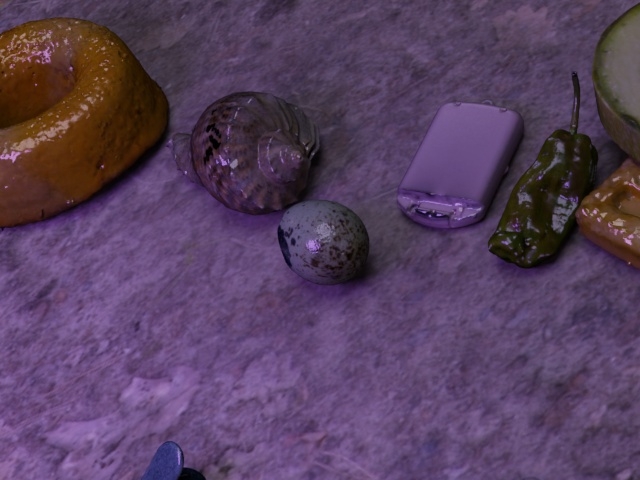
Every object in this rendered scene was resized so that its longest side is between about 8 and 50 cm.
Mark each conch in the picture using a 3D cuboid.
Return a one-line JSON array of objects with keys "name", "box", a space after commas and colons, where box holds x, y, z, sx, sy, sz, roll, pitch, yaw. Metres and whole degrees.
[{"name": "conch", "box": [-0.080, -0.097, 1.876, 0.155, 0.130, 0.207, -13, 11, -39]}]

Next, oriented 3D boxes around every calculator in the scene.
[{"name": "calculator", "box": [0.147, -0.084, 1.811, 0.100, 0.032, 0.175, 11, 54, 26]}]

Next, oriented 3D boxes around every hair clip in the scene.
[{"name": "hair clip", "box": [-0.203, 0.283, 1.599, 0.229, 0.070, 0.039, -43, 53, -10]}]

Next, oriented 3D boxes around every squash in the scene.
[{"name": "squash", "box": [0.398, -0.164, 1.711, 0.252, 0.049, 0.252, -9, 46, 10]}]

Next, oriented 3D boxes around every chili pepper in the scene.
[{"name": "chili pepper", "box": [0.237, -0.059, 1.734, 0.072, 0.073, 0.204, 26, 72, 15]}]

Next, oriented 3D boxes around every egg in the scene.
[{"name": "egg", "box": [0.000, 0.000, 1.751, 0.110, 0.085, 0.085, 28, 63, 39]}]

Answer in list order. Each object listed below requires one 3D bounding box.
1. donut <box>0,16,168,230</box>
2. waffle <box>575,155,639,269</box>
[{"name": "donut", "box": [-0.318, -0.145, 1.972, 0.277, 0.108, 0.277, -9, 48, 11]}, {"name": "waffle", "box": [0.405, -0.046, 1.675, 0.248, 0.055, 0.221, -42, 49, -19]}]
